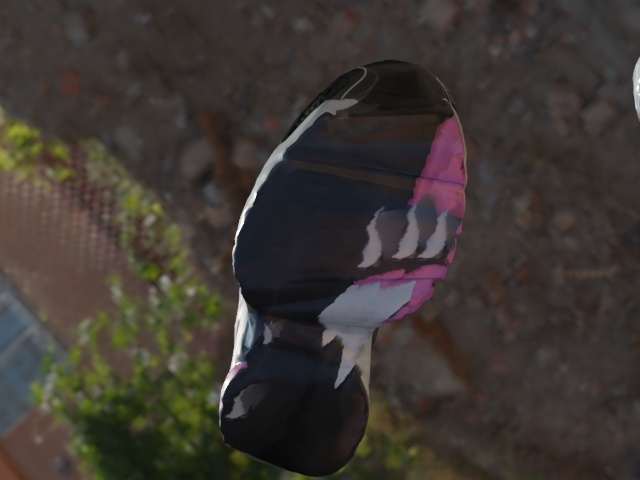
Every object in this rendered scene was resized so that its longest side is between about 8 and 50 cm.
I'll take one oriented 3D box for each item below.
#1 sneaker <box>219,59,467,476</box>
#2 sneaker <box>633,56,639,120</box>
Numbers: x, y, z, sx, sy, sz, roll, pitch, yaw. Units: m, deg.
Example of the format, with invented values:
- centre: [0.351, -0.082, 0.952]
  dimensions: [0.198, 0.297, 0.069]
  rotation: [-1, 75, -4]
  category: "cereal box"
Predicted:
- centre: [0.000, 0.000, 0.613]
  dimensions: [0.072, 0.178, 0.077]
  rotation: [15, -136, -11]
  category: "sneaker"
- centre: [0.302, -0.199, 0.878]
  dimensions: [0.137, 0.366, 0.210]
  rotation: [34, -148, -26]
  category: "sneaker"
